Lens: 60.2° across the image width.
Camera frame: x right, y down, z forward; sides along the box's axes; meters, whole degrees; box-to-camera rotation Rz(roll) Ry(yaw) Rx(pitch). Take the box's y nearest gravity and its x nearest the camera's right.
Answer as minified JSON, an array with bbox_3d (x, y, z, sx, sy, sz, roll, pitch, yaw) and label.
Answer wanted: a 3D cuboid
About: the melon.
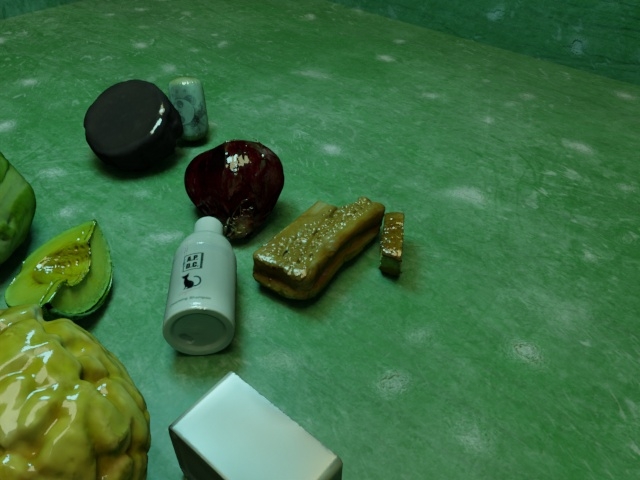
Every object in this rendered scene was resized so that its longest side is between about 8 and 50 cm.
[{"bbox_3d":[-0.566,0.095,1.205,0.169,0.129,0.265,-13,40,17],"label":"melon"}]

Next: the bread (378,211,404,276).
[{"bbox_3d":[0.174,0.009,1.340,0.065,0.103,0.187,5,41,4],"label":"bread"}]

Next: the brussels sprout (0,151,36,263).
[{"bbox_3d":[-0.839,-0.085,1.280,0.315,0.276,0.371,-32,51,-29],"label":"brussels sprout"}]

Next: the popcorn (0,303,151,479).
[{"bbox_3d":[-0.440,0.278,0.791,0.344,0.354,0.390,-28,4,-31],"label":"popcorn"}]

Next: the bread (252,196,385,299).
[{"bbox_3d":[0.000,0.000,1.344,0.185,0.109,0.380,22,42,29],"label":"bread"}]

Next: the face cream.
[{"bbox_3d":[-0.258,0.065,1.222,0.145,0.145,0.370,-3,40,-6],"label":"face cream"}]

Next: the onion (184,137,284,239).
[{"bbox_3d":[-0.235,-0.152,1.441,0.281,0.281,0.221,25,1,25],"label":"onion"}]

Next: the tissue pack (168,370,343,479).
[{"bbox_3d":[-0.103,0.357,0.869,0.246,0.159,0.136,30,49,28],"label":"tissue pack"}]

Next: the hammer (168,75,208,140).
[{"bbox_3d":[-0.498,-0.427,1.806,0.305,0.202,0.113,7,19,34],"label":"hammer"}]

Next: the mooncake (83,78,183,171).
[{"bbox_3d":[-0.557,-0.337,1.651,0.283,0.141,0.283,-4,65,9],"label":"mooncake"}]
